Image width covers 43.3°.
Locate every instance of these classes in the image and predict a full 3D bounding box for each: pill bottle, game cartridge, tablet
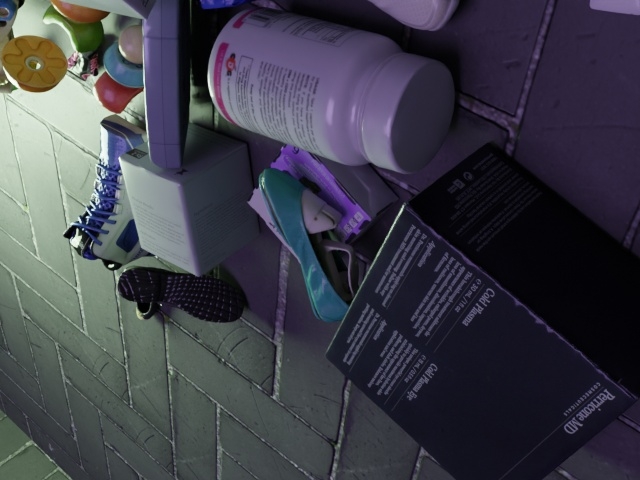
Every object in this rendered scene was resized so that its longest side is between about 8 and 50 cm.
[{"bbox_3d":[0.011,-0.185,0.997,0.283,0.160,0.160,24,134,34],"label":"pill bottle"},{"bbox_3d":[-0.221,-0.262,1.176,0.196,0.060,0.294,-99,12,-47],"label":"game cartridge"},{"bbox_3d":[0.287,-0.260,0.770,0.054,0.006,0.083,21,133,35],"label":"tablet"}]

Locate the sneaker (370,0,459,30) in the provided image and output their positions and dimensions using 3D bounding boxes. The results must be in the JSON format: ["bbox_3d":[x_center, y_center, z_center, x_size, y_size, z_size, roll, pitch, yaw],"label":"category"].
[{"bbox_3d":[0.026,-0.329,0.906,0.292,0.118,0.110,42,140,13],"label":"sneaker"}]

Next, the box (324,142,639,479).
[{"bbox_3d":[0.212,0.119,1.003,0.312,0.179,0.343,43,142,16],"label":"box"}]

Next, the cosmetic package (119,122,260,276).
[{"bbox_3d":[-0.212,-0.071,1.331,0.151,0.151,0.183,23,134,33],"label":"cosmetic package"}]

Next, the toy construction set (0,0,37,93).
[{"bbox_3d":[-0.683,-0.410,1.547,0.309,0.257,0.237,57,161,31],"label":"toy construction set"}]

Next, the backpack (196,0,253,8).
[{"bbox_3d":[-0.106,-0.368,1.037,0.101,0.098,0.120,1,112,23],"label":"backpack"}]

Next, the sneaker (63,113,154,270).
[{"bbox_3d":[-0.383,-0.057,1.501,0.127,0.182,0.315,28,136,28],"label":"sneaker"}]

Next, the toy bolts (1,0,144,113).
[{"bbox_3d":[-0.369,-0.316,1.278,0.228,0.218,0.158,39,145,-3],"label":"toy bolts"}]

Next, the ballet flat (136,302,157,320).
[{"bbox_3d":[-0.382,0.124,1.749,0.057,0.049,0.173,45,142,13],"label":"ballet flat"}]

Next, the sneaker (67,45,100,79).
[{"bbox_3d":[-0.416,-0.324,1.449,0.057,0.047,0.119,48,149,-17],"label":"sneaker"}]

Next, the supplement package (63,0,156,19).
[{"bbox_3d":[-0.275,-0.442,0.967,0.198,0.262,0.199,22,174,35],"label":"supplement package"}]

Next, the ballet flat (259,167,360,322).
[{"bbox_3d":[0.000,0.000,1.118,0.087,0.083,0.247,-14,111,24],"label":"ballet flat"}]

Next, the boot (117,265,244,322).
[{"bbox_3d":[-0.268,0.089,1.565,0.246,0.161,0.083,14,93,-6],"label":"boot"}]

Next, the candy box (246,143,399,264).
[{"bbox_3d":[-0.003,-0.059,1.183,0.165,0.070,0.196,48,143,6],"label":"candy box"}]
